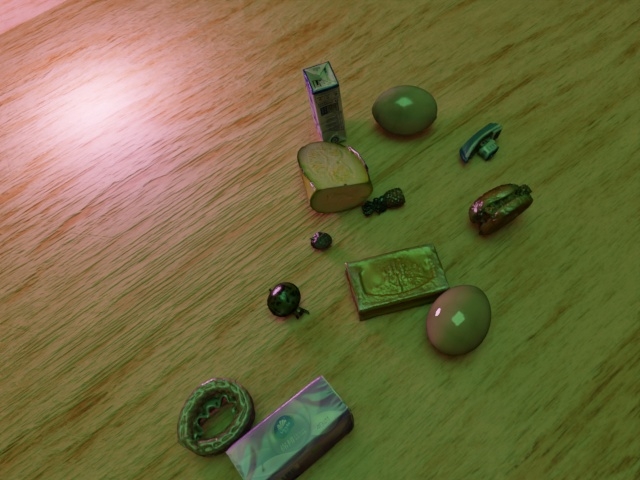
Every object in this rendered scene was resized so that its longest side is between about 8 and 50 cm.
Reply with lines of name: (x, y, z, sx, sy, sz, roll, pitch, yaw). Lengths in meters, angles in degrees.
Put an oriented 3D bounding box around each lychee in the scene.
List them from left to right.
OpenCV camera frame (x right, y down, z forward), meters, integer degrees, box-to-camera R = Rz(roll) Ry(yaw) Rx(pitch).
lychee: (0.000, 0.000, 1.933, 0.083, 0.068, 0.067, 10, 20, -9)

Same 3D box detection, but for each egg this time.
egg: (0.323, -0.499, 2.110, 0.253, 0.186, 0.187, 4, 62, 1)
egg: (0.430, 0.245, 1.706, 0.186, 0.186, 0.242, 31, 59, 19)

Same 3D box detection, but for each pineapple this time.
pineapple: (0.225, -0.138, 1.995, 0.159, 0.074, 0.074, -22, 62, 0)

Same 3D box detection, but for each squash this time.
squash: (0.037, -0.275, 2.001, 0.233, 0.210, 0.309, -10, 66, -9)

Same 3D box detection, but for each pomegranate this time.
pomegranate: (-0.105, 0.207, 1.813, 0.161, 0.122, 0.122, 40, 68, -10)

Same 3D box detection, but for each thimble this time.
thimble: (-0.302, 0.527, 1.632, 0.196, 0.148, 0.229, 23, 68, 13)

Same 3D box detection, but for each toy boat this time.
toy boat: (0.615, -0.356, 2.070, 0.215, 0.088, 0.102, -36, 69, -16)

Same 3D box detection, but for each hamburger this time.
hamburger: (0.618, -0.117, 1.882, 0.215, 0.189, 0.122, -32, 71, 0)

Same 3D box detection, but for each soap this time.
soap: (0.253, 0.133, 1.834, 0.315, 0.091, 0.199, -13, 63, -2)

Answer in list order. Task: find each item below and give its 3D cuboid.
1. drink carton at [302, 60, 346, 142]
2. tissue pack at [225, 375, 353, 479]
drink carton: (0.019, -0.503, 2.062, 0.106, 0.315, 0.131, -18, 62, -1)
tissue pack: (-0.072, 0.551, 1.545, 0.338, 0.242, 0.160, -36, 65, -15)
